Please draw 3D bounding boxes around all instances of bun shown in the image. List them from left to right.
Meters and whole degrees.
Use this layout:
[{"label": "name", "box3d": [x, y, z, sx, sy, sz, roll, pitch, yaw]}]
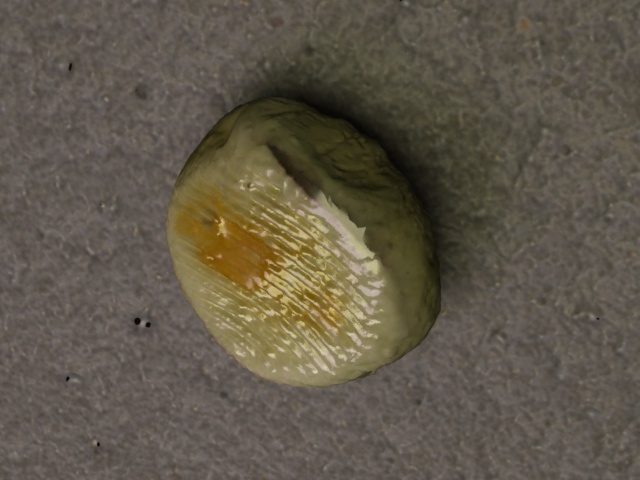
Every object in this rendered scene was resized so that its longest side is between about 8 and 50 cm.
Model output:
[{"label": "bun", "box3d": [0.000, 0.000, 1.249, 0.244, 0.153, 0.244, 19, 127, 28]}]
